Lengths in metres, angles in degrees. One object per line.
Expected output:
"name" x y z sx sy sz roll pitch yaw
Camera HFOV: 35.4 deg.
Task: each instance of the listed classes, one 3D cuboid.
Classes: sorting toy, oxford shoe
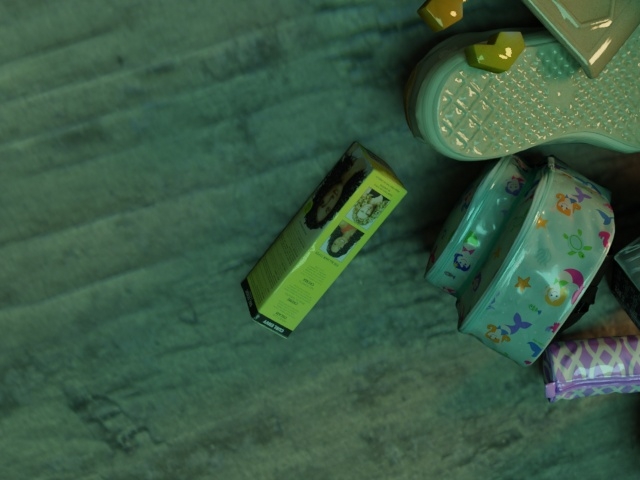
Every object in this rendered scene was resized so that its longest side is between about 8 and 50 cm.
"sorting toy" 0.247 -0.283 1.027 0.229 0.041 0.307 45 72 -15
"oxford shoe" 0.284 -0.179 1.147 0.449 0.130 0.169 -10 107 -25

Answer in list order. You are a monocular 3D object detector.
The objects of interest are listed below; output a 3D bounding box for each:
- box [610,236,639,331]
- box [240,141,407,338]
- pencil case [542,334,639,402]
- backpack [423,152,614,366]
"box" 0.468 0.003 1.195 0.242 0.077 0.307 -36 163 8
"box" 0.000 0.000 1.190 0.058 0.087 0.232 31 105 -27
"pencil case" 0.399 0.173 1.343 0.206 0.088 0.086 -6 123 7
"backpack" 0.233 0.016 1.157 0.191 0.253 0.225 28 110 -3
